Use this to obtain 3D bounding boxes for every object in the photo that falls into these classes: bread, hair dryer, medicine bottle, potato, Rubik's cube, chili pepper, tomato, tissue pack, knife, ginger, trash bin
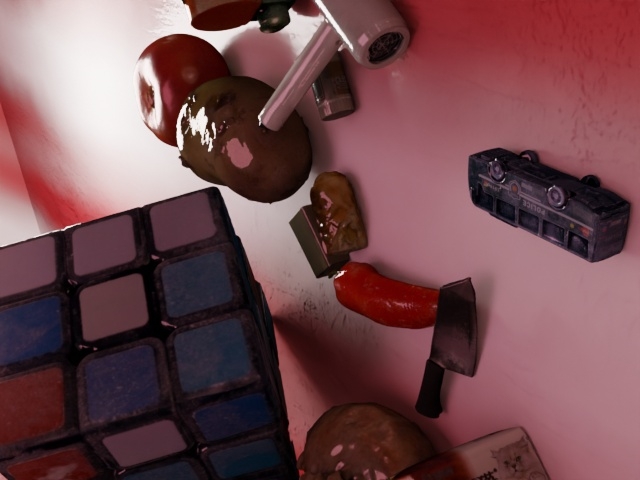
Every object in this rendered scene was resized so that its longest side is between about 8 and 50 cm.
[{"bbox_3d":[0.022,-0.037,1.083,0.066,0.060,0.110,44,-147,-87],"label":"bread"},{"bbox_3d":[-0.006,-0.206,0.976,0.236,0.073,0.131,-47,59,32],"label":"hair dryer"},{"bbox_3d":[0.012,-0.195,1.042,0.047,0.047,0.083,-22,83,62],"label":"medicine bottle"},{"bbox_3d":[-0.106,-0.148,1.178,0.262,0.165,0.164,25,123,49],"label":"potato"},{"bbox_3d":[-0.238,0.184,1.185,0.358,0.362,0.363,75,-179,-53],"label":"Rubik's cube"},{"bbox_3d":[0.079,0.068,1.022,0.272,0.063,0.071,15,128,56],"label":"chili pepper"},{"bbox_3d":[-0.219,-0.242,1.353,0.195,0.136,0.195,33,130,50],"label":"tomato"},{"bbox_3d":[0.149,0.270,0.878,0.099,0.149,0.106,66,150,19],"label":"tissue pack"},{"bbox_3d":[0.147,0.124,0.934,0.060,0.028,0.230,20,133,20],"label":"knife"},{"bbox_3d":[0.015,0.324,0.999,0.245,0.304,0.155,20,127,40],"label":"ginger"},{"bbox_3d":[0.000,0.000,1.157,0.092,0.043,0.061,66,150,13],"label":"trash bin"}]

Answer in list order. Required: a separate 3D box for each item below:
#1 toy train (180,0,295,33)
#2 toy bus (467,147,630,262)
[{"bbox_3d":[-0.130,-0.398,1.079,0.116,0.177,0.285,-29,77,62],"label":"toy train"},{"bbox_3d":[0.202,-0.037,0.760,0.166,0.047,0.065,35,135,51],"label":"toy bus"}]
